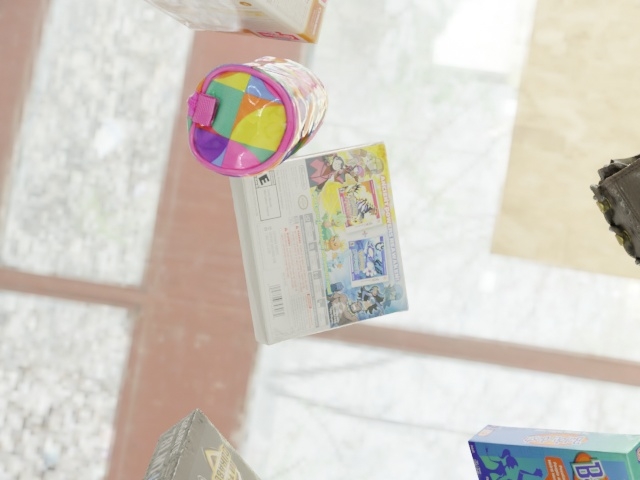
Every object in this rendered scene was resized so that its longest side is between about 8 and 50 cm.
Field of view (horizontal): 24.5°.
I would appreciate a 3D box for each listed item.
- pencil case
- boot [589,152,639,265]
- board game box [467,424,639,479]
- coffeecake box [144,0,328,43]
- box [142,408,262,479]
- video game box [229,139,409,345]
[{"bbox_3d":[-0.056,-0.113,1.309,0.236,0.104,0.104,-55,153,-81],"label":"pencil case"},{"bbox_3d":[0.221,0.054,0.815,0.091,0.229,0.263,-20,164,-46],"label":"boot"},{"bbox_3d":[0.272,0.284,1.595,0.047,0.210,0.160,-30,108,-43],"label":"board game box"},{"bbox_3d":[-0.097,-0.230,1.230,0.185,0.142,0.068,25,78,-59],"label":"coffeecake box"},{"bbox_3d":[-0.085,0.366,1.616,0.073,0.293,0.295,-38,-168,15],"label":"box"},{"bbox_3d":[0.000,0.000,1.697,0.048,0.187,0.205,-169,-111,-66],"label":"video game box"}]
